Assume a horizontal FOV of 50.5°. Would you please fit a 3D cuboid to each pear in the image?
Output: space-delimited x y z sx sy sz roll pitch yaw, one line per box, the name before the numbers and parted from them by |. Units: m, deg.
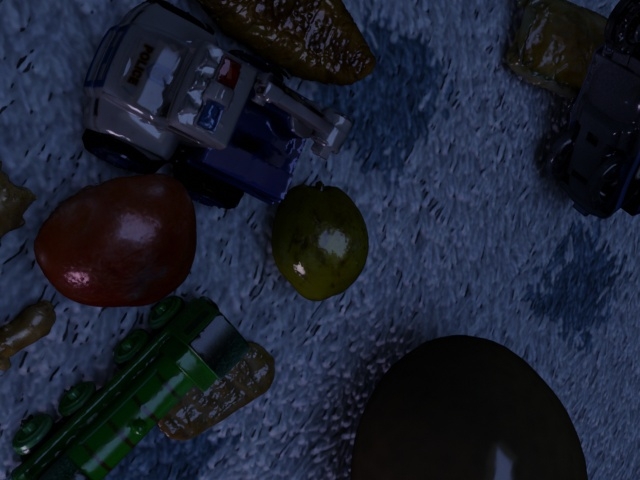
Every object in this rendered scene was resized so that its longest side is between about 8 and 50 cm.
pear | 0.000 0.000 0.743 0.107 0.107 0.132 -10 112 -30

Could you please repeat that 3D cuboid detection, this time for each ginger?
ginger | -0.306 0.028 0.589 0.176 0.052 0.193 -49 121 -21

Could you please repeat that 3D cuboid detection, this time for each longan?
longan | 0.167 0.283 0.808 0.288 0.288 0.350 -18 118 -28

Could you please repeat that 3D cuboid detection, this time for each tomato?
tomato | -0.175 0.016 0.618 0.155 0.069 0.156 -24 146 -18

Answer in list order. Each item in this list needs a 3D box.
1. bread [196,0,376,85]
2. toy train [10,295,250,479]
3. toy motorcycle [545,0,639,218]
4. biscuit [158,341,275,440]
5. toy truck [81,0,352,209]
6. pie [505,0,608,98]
bread | -0.042 -0.233 0.691 0.233 0.076 0.105 23 92 -35
toy train | -0.182 0.153 0.650 0.251 0.119 0.085 -46 120 -18
toy motorcycle | 0.427 -0.184 0.901 0.212 0.125 0.359 -19 136 -20
biscuit | -0.114 0.166 0.752 0.147 0.018 0.071 -29 111 -25
toy truck | -0.097 -0.118 0.619 0.213 0.177 0.161 24 87 -33
pie | 0.367 -0.258 0.946 0.282 0.068 0.129 12 98 -30
